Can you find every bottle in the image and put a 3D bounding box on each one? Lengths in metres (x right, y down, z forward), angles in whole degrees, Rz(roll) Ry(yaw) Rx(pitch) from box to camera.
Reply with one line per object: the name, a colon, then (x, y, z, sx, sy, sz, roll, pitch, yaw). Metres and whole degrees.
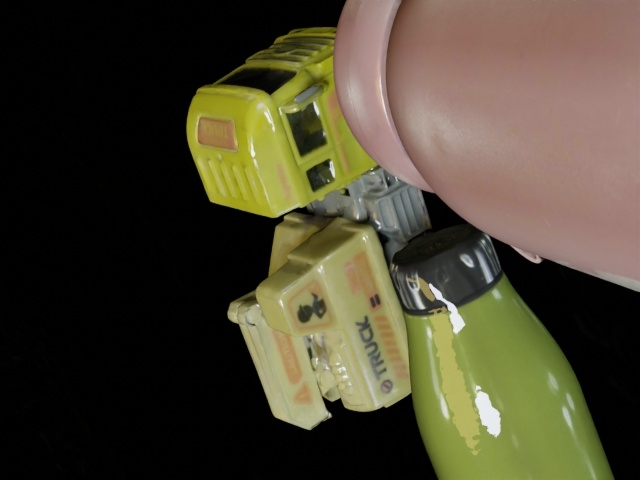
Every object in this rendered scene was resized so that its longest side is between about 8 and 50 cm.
bottle: (0.131, -0.058, 0.504, 0.296, 0.173, 0.206, 21, 148, 56)
bottle: (0.121, 0.118, 0.747, 0.112, 0.112, 0.260, 0, 116, 58)

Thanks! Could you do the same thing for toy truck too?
toy truck: (0.000, 0.000, 0.785, 0.124, 0.157, 0.272, 15, 129, 53)
